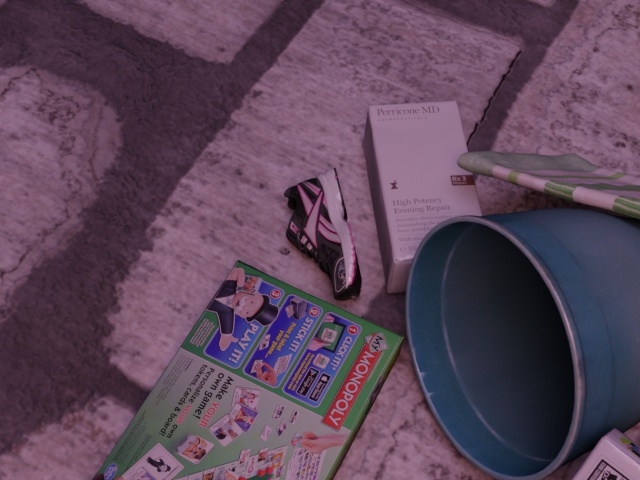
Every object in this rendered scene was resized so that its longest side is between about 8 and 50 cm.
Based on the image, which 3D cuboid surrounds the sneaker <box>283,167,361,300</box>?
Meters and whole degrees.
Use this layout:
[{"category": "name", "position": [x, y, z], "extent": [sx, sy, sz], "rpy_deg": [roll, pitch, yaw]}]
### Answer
[{"category": "sneaker", "position": [0.000, 0.000, 1.339], "extent": [0.077, 0.072, 0.178], "rpy_deg": [-14, 50, 2]}]

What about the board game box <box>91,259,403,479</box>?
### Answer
[{"category": "board game box", "position": [-0.074, 0.190, 1.212], "extent": [0.213, 0.046, 0.317], "rpy_deg": [25, 59, 12]}]

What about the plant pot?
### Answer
[{"category": "plant pot", "position": [0.269, 0.087, 1.188], "extent": [0.255, 0.272, 0.272], "rpy_deg": [-12, 57, -29]}]

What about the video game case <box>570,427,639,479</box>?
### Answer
[{"category": "video game case", "position": [0.286, 0.351, 1.024], "extent": [0.244, 0.061, 0.269], "rpy_deg": [38, 105, 21]}]

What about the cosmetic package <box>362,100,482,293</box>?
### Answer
[{"category": "cosmetic package", "position": [0.123, -0.055, 1.363], "extent": [0.117, 0.085, 0.231], "rpy_deg": [-5, 58, -7]}]

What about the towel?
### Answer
[{"category": "towel", "position": [0.353, -0.055, 1.258], "extent": [0.325, 0.038, 0.248], "rpy_deg": [21, 15, 41]}]
